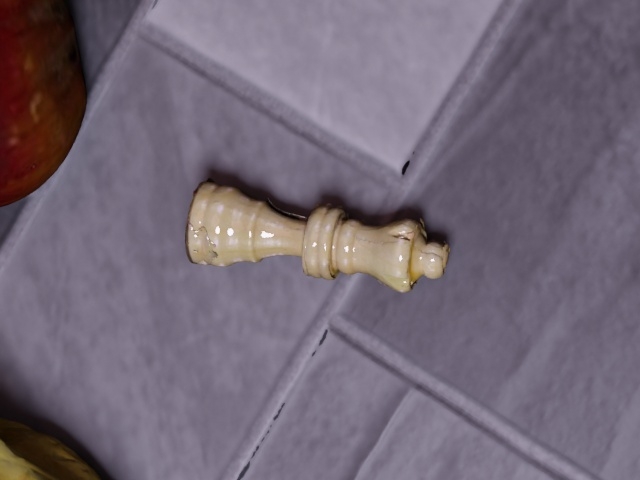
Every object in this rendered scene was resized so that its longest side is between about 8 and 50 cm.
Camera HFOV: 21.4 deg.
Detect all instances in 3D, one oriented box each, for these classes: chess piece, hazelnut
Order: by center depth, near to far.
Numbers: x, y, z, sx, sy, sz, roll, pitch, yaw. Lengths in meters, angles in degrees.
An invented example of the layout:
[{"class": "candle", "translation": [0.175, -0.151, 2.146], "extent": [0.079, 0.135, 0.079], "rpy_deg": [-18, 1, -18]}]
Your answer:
[{"class": "chess piece", "translation": [0.000, 0.000, 1.101], "extent": [0.172, 0.060, 0.060], "rpy_deg": [9, 88, 16]}, {"class": "hazelnut", "translation": [-0.246, -0.120, 1.143], "extent": [0.178, 0.178, 0.204], "rpy_deg": [-34, 81, 13]}]

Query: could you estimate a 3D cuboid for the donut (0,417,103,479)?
[{"class": "donut", "translation": [-0.272, 0.263, 1.108], "extent": [0.360, 0.170, 0.360], "rpy_deg": [-1, 86, 16]}]
